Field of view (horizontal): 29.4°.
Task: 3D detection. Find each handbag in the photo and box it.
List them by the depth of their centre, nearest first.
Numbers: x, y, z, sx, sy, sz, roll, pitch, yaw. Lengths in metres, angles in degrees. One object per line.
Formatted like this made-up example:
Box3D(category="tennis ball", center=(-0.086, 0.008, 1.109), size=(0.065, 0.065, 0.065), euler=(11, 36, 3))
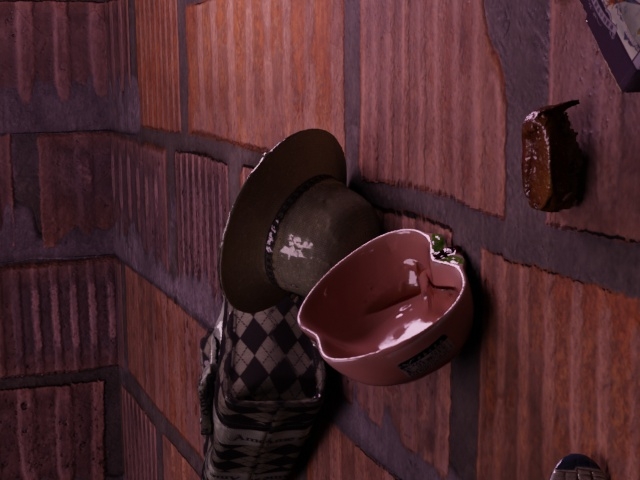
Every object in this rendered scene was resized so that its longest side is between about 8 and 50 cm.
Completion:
Box3D(category="handbag", center=(-0.110, 0.194, 1.884), size=(0.416, 0.180, 0.317), euler=(109, 158, -56))

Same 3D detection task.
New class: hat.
Box3D(category="hat", center=(0.000, 0.000, 1.535), size=(0.130, 0.257, 0.257), euler=(28, 126, 29))

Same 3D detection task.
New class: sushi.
Box3D(category="sushi", center=(0.211, -0.073, 1.110), size=(0.052, 0.055, 0.120), euler=(26, 130, 54))

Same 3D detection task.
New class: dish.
Box3D(category="dish", center=(0.088, 0.088, 1.363), size=(0.090, 0.213, 0.213), euler=(59, 174, -31))

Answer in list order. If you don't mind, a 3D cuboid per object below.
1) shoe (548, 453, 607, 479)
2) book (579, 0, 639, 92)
Box3D(category="shoe", center=(0.228, 0.262, 1.129), size=(0.071, 0.063, 0.143), euler=(-99, 16, -74))
Box3D(category="book", center=(0.268, -0.248, 0.961), size=(0.231, 0.026, 0.158), euler=(117, 144, -53))
